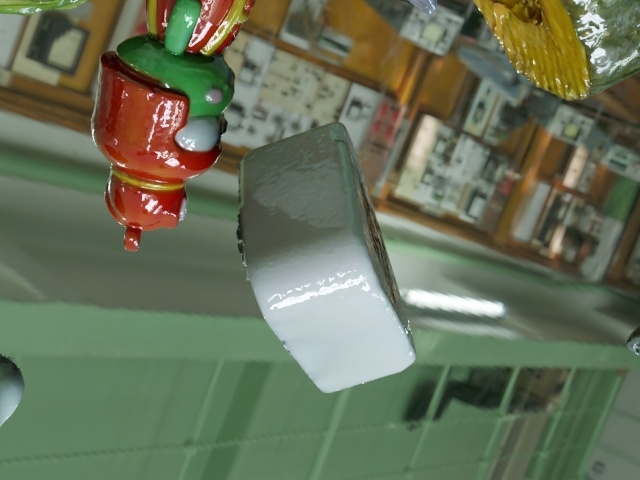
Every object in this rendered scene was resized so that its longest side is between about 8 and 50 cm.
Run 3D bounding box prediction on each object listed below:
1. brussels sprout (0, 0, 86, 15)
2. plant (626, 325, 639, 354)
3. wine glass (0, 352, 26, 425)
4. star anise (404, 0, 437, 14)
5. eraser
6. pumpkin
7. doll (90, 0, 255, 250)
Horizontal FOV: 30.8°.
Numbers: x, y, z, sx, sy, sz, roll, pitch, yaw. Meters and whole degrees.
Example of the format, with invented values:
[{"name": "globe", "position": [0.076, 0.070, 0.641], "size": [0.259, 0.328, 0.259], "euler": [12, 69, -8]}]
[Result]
[{"name": "brussels sprout", "position": [-0.357, -0.402, 1.454], "size": [0.294, 0.227, 0.259], "euler": [-26, 178, -45]}, {"name": "plant", "position": [0.388, 0.070, 1.176], "size": [0.085, 0.174, 0.087], "euler": [49, 170, 35]}, {"name": "wine glass", "position": [-0.323, 0.174, 1.066], "size": [0.072, 0.072, 0.155], "euler": [21, -150, -8]}, {"name": "star anise", "position": [0.058, -0.300, 0.979], "size": [0.093, 0.229, 0.236], "euler": [-19, -175, 6]}, {"name": "eraser", "position": [0.000, 0.000, 1.431], "size": [0.150, 0.331, 0.331], "euler": [-20, -178, 6]}, {"name": "pumpkin", "position": [0.151, -0.227, 0.824], "size": [0.280, 0.139, 0.190], "euler": [49, 177, 38]}, {"name": "doll", "position": [-0.185, -0.157, 1.357], "size": [0.160, 0.363, 0.182], "euler": [12, -164, -5]}]
